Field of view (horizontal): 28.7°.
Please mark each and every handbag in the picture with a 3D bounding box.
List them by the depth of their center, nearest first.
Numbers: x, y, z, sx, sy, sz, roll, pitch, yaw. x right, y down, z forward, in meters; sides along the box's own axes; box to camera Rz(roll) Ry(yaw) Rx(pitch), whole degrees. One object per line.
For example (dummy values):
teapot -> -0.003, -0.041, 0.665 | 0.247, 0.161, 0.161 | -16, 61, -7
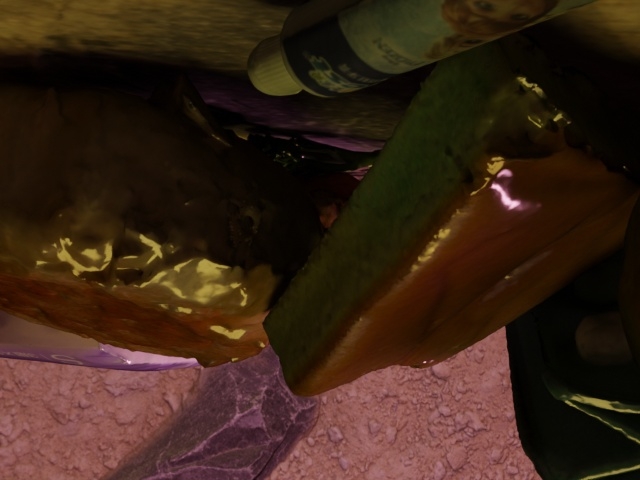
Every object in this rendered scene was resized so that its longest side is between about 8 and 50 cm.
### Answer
handbag -> 0.248, 0.037, 0.744 | 0.274, 0.100, 0.269 | -1, -153, 6

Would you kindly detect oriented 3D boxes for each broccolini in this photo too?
broccolini -> 0.021, -0.056, 0.787 | 0.139, 0.030, 0.035 | -1, 139, -2

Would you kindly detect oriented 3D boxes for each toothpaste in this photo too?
toothpaste -> 0.040, -0.078, 0.403 | 0.062, 0.037, 0.216 | 7, 169, -35

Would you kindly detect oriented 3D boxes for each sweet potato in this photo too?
sweet potato -> 0.000, 0.002, 0.936 | 0.112, 0.112, 0.359 | 5, -179, -12

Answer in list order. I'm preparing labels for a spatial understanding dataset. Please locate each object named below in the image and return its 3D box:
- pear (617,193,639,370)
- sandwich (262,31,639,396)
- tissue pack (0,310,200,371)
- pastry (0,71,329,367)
pear -> 0.278, 0.047, 0.489 | 0.321, 0.269, 0.269 | 18, -176, 34
sandwich -> 0.054, 0.007, 0.591 | 0.212, 0.063, 0.245 | -37, 158, 21
tissue pack -> -0.255, 0.016, 0.993 | 0.338, 0.160, 0.242 | 1, 174, 22
pastry -> -0.119, -0.013, 0.699 | 0.235, 0.121, 0.257 | 26, 160, -39
